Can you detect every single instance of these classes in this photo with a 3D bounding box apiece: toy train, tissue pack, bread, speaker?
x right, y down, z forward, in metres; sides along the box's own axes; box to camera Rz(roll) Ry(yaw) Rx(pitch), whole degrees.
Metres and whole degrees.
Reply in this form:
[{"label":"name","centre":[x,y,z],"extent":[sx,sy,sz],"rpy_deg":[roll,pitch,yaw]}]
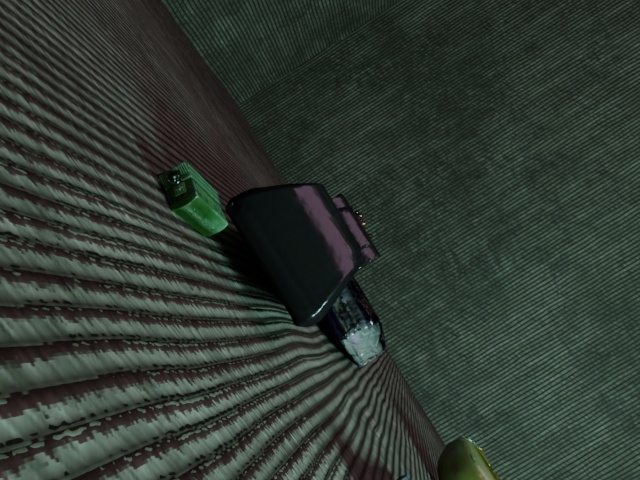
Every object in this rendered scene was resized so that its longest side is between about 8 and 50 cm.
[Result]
[{"label":"toy train","centre":[-0.140,-0.044,0.596],"extent":[0.056,0.038,0.093],"rpy_deg":[66,6,27]},{"label":"tissue pack","centre":[0.024,0.099,1.164],"extent":[0.332,0.123,0.245],"rpy_deg":[63,-1,29]},{"label":"bread","centre":[0.375,0.627,1.311],"extent":[0.261,0.158,0.156],"rpy_deg":[60,13,28]},{"label":"speaker","centre":[0.000,0.000,0.803],"extent":[0.180,0.184,0.388],"rpy_deg":[58,-3,3]}]

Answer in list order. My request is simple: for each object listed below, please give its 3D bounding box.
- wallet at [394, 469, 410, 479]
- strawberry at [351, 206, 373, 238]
[{"label":"wallet","centre":[0.160,0.415,0.658],"extent":[0.251,0.054,0.290],"rpy_deg":[61,2,26]},{"label":"strawberry","centre":[0.012,-0.010,1.036],"extent":[0.085,0.192,0.140],"rpy_deg":[106,-8,-59]}]
